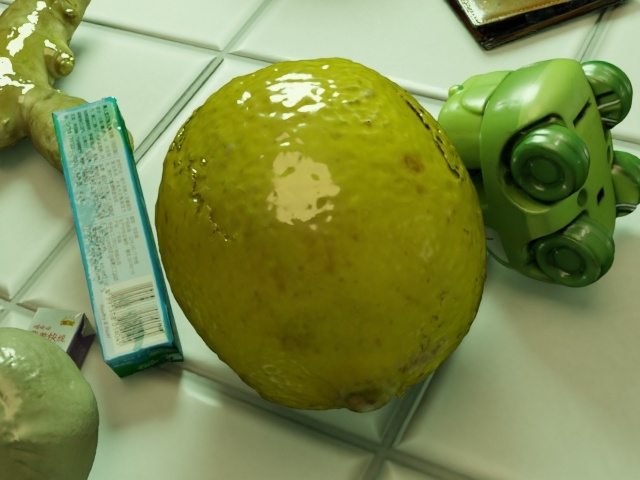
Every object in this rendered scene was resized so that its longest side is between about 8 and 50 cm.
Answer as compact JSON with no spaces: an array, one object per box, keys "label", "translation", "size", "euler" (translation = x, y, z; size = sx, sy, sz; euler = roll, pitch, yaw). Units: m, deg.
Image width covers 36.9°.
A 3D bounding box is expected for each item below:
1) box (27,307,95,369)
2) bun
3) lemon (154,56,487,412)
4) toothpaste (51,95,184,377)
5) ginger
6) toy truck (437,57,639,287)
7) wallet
[{"label":"box","translation":[-0.245,0.115,0.847],"size":[0.051,0.036,0.117],"euler":[3,50,12]},{"label":"bun","translation":[-0.266,0.154,0.740],"size":[0.166,0.113,0.173],"euler":[39,96,15]},{"label":"lemon","translation":[0.000,0.000,0.757],"size":[0.258,0.258,0.310],"euler":[-20,52,-6]},{"label":"toothpaste","translation":[-0.188,-0.008,0.887],"size":[0.065,0.050,0.266],"euler":[-18,65,-2]},{"label":"ginger","translation":[-0.389,-0.165,1.085],"size":[0.363,0.122,0.348],"euler":[-15,46,6]},{"label":"toy truck","translation":[0.168,-0.068,0.826],"size":[0.211,0.187,0.148],"euler":[20,49,26]},{"label":"wallet","translation":[0.241,-0.305,1.121],"size":[0.195,0.042,0.161],"euler":[-18,53,-8]}]
